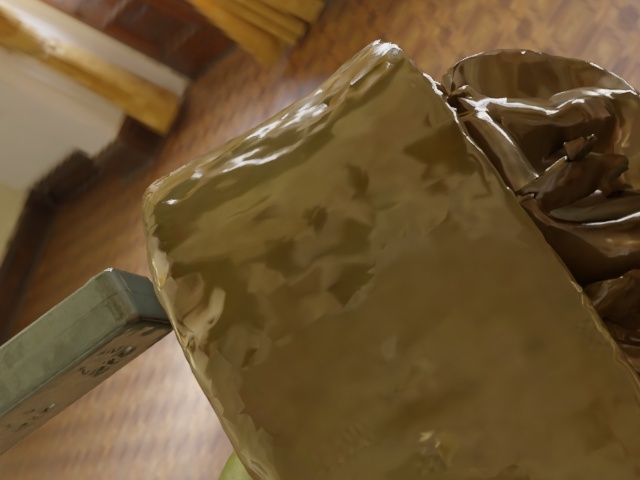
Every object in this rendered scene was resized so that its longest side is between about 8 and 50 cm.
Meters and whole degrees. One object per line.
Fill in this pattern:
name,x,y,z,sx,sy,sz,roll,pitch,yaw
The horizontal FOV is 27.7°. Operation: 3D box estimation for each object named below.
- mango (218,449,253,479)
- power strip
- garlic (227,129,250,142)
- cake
mango,-0.013,0.266,1.218,0.273,0.185,0.149,-63,21,22
power strip,-0.249,0.124,1.023,0.288,0.053,0.093,-36,-15,10
garlic,0.000,-0.002,1.104,0.152,0.228,0.228,-38,12,-21
cake,0.125,0.031,0.596,0.321,0.332,0.332,-31,25,1
